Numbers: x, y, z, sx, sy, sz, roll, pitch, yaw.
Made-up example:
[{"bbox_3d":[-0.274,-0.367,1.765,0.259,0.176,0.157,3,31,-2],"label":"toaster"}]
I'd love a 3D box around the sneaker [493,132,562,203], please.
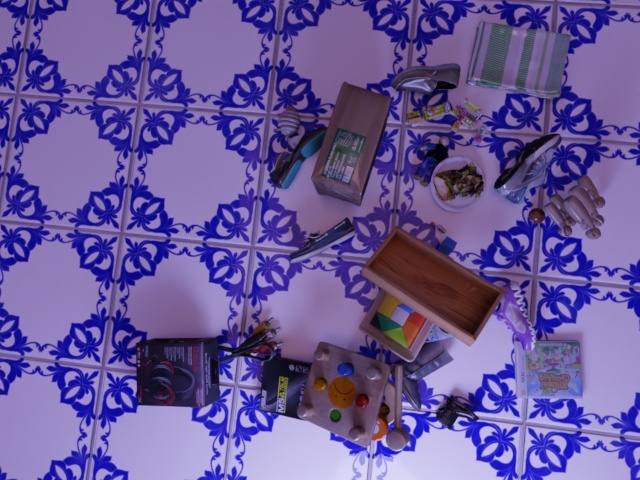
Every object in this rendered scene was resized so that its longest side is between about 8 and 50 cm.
[{"bbox_3d":[0.732,-0.246,1.508,0.122,0.110,0.283,43,92,-12],"label":"sneaker"}]

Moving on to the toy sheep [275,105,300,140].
[{"bbox_3d":[-0.116,-0.423,1.579,0.091,0.091,0.131,4,87,5],"label":"toy sheep"}]

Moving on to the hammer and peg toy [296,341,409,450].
[{"bbox_3d":[0.121,0.480,1.350,0.362,0.127,0.265,12,80,28],"label":"hammer and peg toy"}]

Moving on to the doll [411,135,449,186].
[{"bbox_3d":[0.398,-0.290,1.545,0.129,0.046,0.188,34,86,-15],"label":"doll"}]

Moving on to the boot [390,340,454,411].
[{"bbox_3d":[0.362,0.454,1.491,0.209,0.076,0.189,-30,85,-5],"label":"boot"}]

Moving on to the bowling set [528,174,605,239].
[{"bbox_3d":[0.829,-0.083,1.463,0.287,0.200,0.154,-34,88,-41],"label":"bowling set"}]

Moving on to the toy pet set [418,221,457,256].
[{"bbox_3d":[0.404,0.008,1.517,0.114,0.065,0.122,35,89,6],"label":"toy pet set"}]

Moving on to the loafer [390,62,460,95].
[{"bbox_3d":[0.377,-0.563,1.547,0.252,0.094,0.087,-9,81,3],"label":"loafer"}]

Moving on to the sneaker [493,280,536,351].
[{"bbox_3d":[0.646,0.260,1.471,0.105,0.095,0.236,-17,78,8],"label":"sneaker"}]

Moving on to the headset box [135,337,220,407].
[{"bbox_3d":[-0.477,0.450,1.502,0.294,0.110,0.217,-4,86,15],"label":"headset box"}]

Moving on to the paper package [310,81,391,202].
[{"bbox_3d":[0.103,-0.302,1.440,0.168,0.309,0.324,18,89,6],"label":"paper package"}]

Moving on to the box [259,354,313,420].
[{"bbox_3d":[-0.117,0.505,1.506,0.184,0.045,0.190,5,87,20],"label":"box"}]

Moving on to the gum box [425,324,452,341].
[{"bbox_3d":[0.426,0.253,1.488,0.185,0.041,0.156,-12,68,4],"label":"gum box"}]

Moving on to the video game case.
[{"bbox_3d":[0.771,0.436,1.479,0.213,0.023,0.193,-1,86,4],"label":"video game case"}]

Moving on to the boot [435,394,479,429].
[{"bbox_3d":[0.461,0.598,1.479,0.121,0.045,0.099,37,87,13],"label":"boot"}]

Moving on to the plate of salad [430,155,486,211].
[{"bbox_3d":[0.486,-0.198,1.524,0.200,0.048,0.199,0,90,-4],"label":"plate of salad"}]

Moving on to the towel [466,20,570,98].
[{"bbox_3d":[0.706,-0.647,1.558,0.325,0.038,0.247,12,86,5],"label":"towel"}]

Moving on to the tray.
[{"bbox_3d":[0.362,0.141,1.432,0.411,0.076,0.202,34,67,18],"label":"tray"}]

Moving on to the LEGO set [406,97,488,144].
[{"bbox_3d":[0.453,-0.441,1.526,0.287,0.107,0.132,19,87,5],"label":"LEGO set"}]

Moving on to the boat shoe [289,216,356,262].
[{"bbox_3d":[0.000,0.000,1.533,0.255,0.095,0.079,-26,86,1],"label":"boat shoe"}]

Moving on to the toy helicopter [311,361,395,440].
[{"bbox_3d":[0.105,0.490,1.476,0.356,0.140,0.234,18,94,18],"label":"toy helicopter"}]

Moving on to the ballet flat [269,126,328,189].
[{"bbox_3d":[-0.086,-0.314,1.567,0.096,0.095,0.280,40,89,18],"label":"ballet flat"}]

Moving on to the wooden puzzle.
[{"bbox_3d":[0.273,0.254,1.481,0.221,0.044,0.238,30,86,30],"label":"wooden puzzle"}]

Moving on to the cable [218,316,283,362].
[{"bbox_3d":[-0.265,0.390,1.546,0.288,0.072,0.139,-28,70,10],"label":"cable"}]
